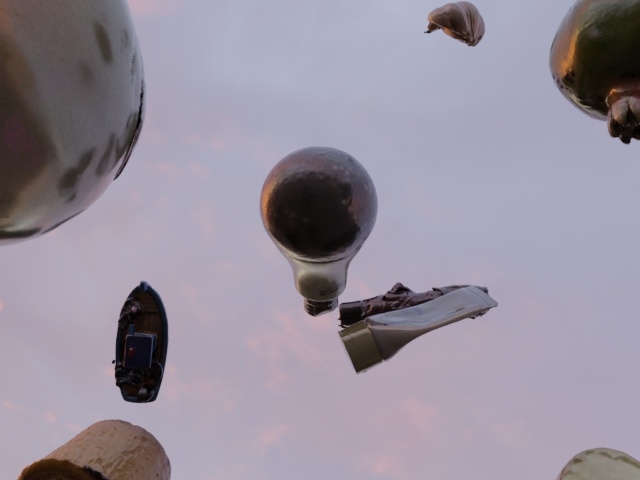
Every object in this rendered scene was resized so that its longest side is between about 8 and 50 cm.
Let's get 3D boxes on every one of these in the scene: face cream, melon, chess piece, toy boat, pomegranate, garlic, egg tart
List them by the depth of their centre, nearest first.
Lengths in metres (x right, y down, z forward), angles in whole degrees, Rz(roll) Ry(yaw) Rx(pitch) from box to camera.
[{"bbox_3d":[-0.260,-0.129,0.523,0.268,0.269,0.330,20,-22,18],"label":"melon"},{"bbox_3d":[0.355,-0.203,0.882,0.179,0.210,0.180,11,-33,7],"label":"pomegranate"},{"bbox_3d":[0.139,0.119,1.116,0.224,0.114,0.070,-24,-77,-4],"label":"face cream"},{"bbox_3d":[-0.323,0.367,1.118,0.215,0.171,0.215,8,-62,14],"label":"egg tart"},{"bbox_3d":[-0.328,0.184,1.387,0.100,0.097,0.223,3,-89,0],"label":"toy boat"},{"bbox_3d":[0.256,-0.407,1.419,0.094,0.113,0.074,53,-36,46],"label":"garlic"},{"bbox_3d":[0.504,0.631,1.529,0.234,0.234,0.442,25,-47,13],"label":"chess piece"}]

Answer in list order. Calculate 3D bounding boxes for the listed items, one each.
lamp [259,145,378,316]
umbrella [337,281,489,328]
[{"bbox_3d":[0.017,-0.009,1.216,0.181,0.182,0.314,7,-40,29],"label":"lamp"},{"bbox_3d":[0.197,0.145,1.621,0.325,0.090,0.094,-8,-52,9],"label":"umbrella"}]
